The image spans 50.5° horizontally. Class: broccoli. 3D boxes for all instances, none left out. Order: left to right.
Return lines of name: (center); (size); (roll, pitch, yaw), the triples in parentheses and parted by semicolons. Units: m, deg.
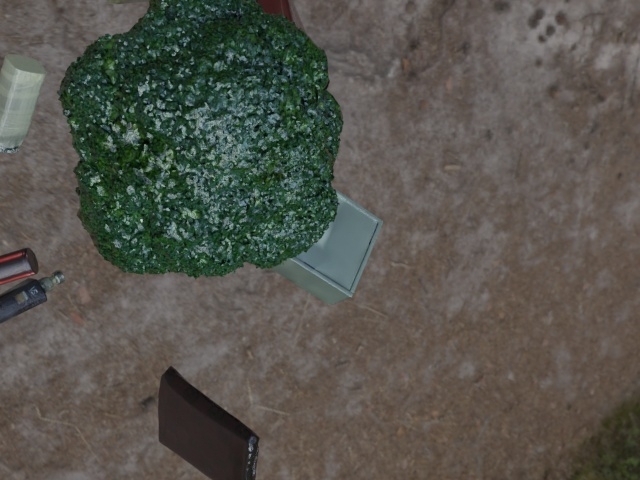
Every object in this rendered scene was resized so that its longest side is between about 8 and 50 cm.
broccoli: (-0.120, -0.100, 0.710); (0.307, 0.275, 0.308); (-5, 102, -26)

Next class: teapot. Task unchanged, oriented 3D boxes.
teapot: (-0.651, -0.290, 1.423); (0.077, 0.107, 0.200); (-7, 133, -52)

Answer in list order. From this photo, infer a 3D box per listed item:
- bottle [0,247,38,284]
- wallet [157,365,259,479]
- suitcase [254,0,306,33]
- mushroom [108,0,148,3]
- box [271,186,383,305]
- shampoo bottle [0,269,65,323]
bottle: (-0.635, 0.063, 1.305); (0.164, 0.060, 0.060); (-17, 118, -6)
wallet: (-0.201, 0.349, 1.210); (0.049, 0.229, 0.182); (-28, 136, -47)
suitcase: (-0.099, -0.352, 1.358); (0.297, 0.161, 0.237); (50, 27, -67)
mushroom: (-0.435, -0.599, 1.474); (0.189, 0.267, 0.164); (-11, 107, 5)
box: (0.000, 0.000, 1.643); (0.224, 0.117, 0.225); (33, 62, -15)
shampoo bottle: (-0.658, 0.125, 1.492); (0.207, 0.063, 0.057); (-34, 114, -43)
